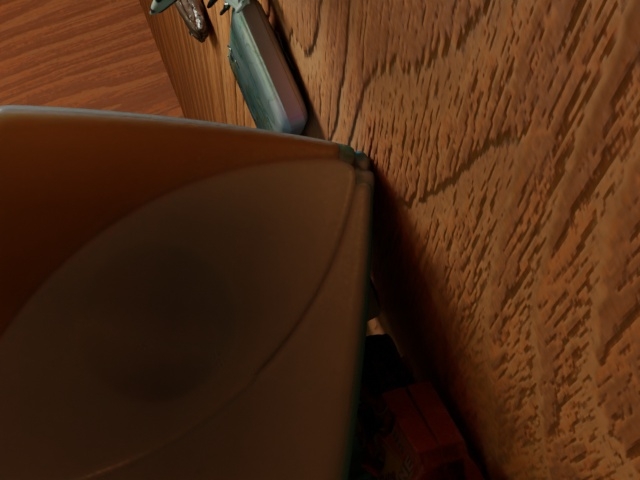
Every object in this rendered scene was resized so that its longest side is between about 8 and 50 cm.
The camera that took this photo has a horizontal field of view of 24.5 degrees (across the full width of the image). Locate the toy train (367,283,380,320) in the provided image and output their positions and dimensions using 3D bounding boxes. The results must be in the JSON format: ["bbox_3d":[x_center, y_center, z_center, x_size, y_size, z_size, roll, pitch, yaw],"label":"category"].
[{"bbox_3d":[0.000,0.000,1.573,0.234,0.052,0.051,-118,5,-48],"label":"toy train"}]

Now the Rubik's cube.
[{"bbox_3d":[-0.150,0.085,1.309,0.351,0.347,0.352,130,146,-77],"label":"Rubik's cube"}]

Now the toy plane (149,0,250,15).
[{"bbox_3d":[-0.115,-0.284,1.468,0.160,0.082,0.234,66,159,9],"label":"toy plane"}]

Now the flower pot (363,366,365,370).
[{"bbox_3d":[-0.026,0.200,1.940,0.269,0.166,0.269,161,90,-84],"label":"flower pot"}]

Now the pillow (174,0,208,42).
[{"bbox_3d":[-0.224,-0.411,2.196,0.135,0.049,0.248,144,101,-85],"label":"pillow"}]

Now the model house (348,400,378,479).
[{"bbox_3d":[0.005,0.312,1.625,0.280,0.249,0.230,161,90,-84],"label":"model house"}]

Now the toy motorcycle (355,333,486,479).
[{"bbox_3d":[0.091,0.208,1.274,0.298,0.089,0.171,-120,13,-55],"label":"toy motorcycle"}]

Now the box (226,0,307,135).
[{"bbox_3d":[-0.059,-0.168,1.589,0.285,0.044,0.142,137,108,-84],"label":"box"}]
